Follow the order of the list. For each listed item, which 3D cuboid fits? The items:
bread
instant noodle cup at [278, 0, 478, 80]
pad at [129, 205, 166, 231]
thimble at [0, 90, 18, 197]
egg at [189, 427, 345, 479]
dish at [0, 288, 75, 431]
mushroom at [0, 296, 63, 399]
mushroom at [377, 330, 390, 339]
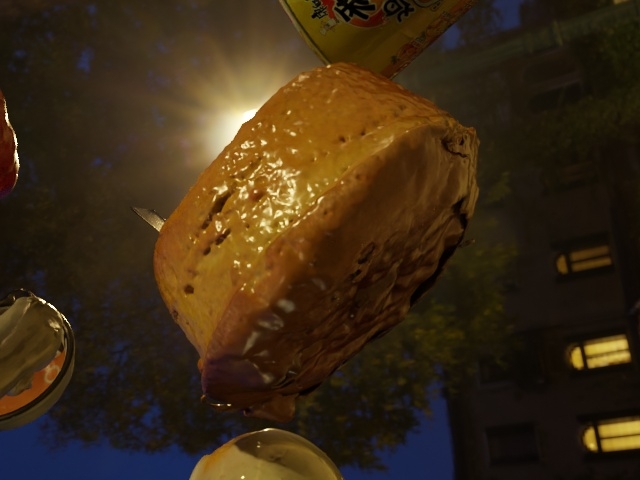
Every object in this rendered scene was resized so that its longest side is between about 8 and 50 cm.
[{"bbox_3d":[-0.002,0.002,0.818,0.204,0.358,0.337,44,-160,25],"label":"bread"},{"bbox_3d":[0.083,-0.345,1.057,0.264,0.200,0.264,41,-149,-31],"label":"instant noodle cup"},{"bbox_3d":[-0.237,0.018,1.504,0.245,0.006,0.170,40,-177,2],"label":"pad"},{"bbox_3d":[-0.570,-0.178,1.082,0.230,0.350,0.350,-29,-75,-31],"label":"thimble"},{"bbox_3d":[-0.076,0.494,1.462,0.345,0.283,0.283,43,-139,-44],"label":"egg"},{"bbox_3d":[-0.585,0.247,1.519,0.120,0.303,0.303,86,-168,-47],"label":"dish"},{"bbox_3d":[-0.385,0.144,0.950,0.278,0.096,0.099,-60,-12,-67],"label":"mushroom"},{"bbox_3d":[0.034,0.060,1.294,0.231,0.194,0.138,45,-145,15],"label":"mushroom"}]
